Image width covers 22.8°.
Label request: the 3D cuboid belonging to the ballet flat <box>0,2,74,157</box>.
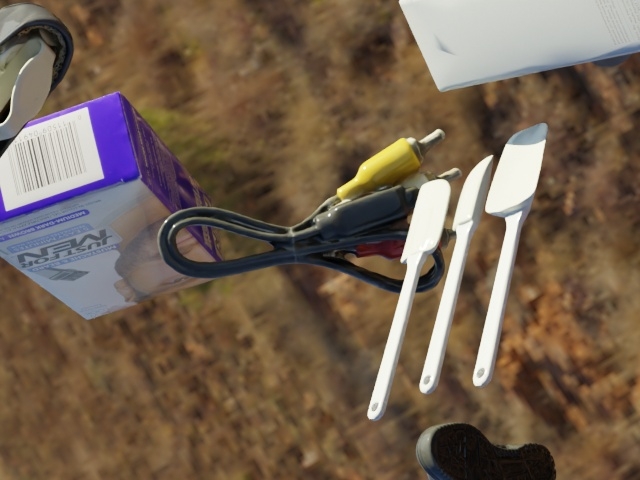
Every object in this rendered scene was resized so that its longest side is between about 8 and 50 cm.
[{"bbox_3d":[-0.217,-0.063,0.962,0.074,0.203,0.074,31,162,11],"label":"ballet flat"}]

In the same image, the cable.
[{"bbox_3d":[0.000,0.000,1.461,0.072,0.287,0.139,-82,-24,-84],"label":"cable"}]

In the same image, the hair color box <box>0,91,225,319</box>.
[{"bbox_3d":[-0.236,-0.027,1.712,0.339,0.185,0.110,53,-160,-70],"label":"hair color box"}]

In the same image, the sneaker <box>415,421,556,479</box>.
[{"bbox_3d":[0.107,0.171,1.167,0.089,0.170,0.051,-19,65,42],"label":"sneaker"}]

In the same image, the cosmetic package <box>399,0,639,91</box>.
[{"bbox_3d":[0.291,-0.252,1.275,0.284,0.377,0.097,0,118,58],"label":"cosmetic package"}]

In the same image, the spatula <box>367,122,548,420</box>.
[{"bbox_3d":[0.109,0.024,1.277,0.019,0.242,0.168,36,144,-27],"label":"spatula"}]

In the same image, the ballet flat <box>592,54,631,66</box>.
[{"bbox_3d":[0.218,-0.268,1.506,0.250,0.084,0.058,46,-154,-21],"label":"ballet flat"}]
